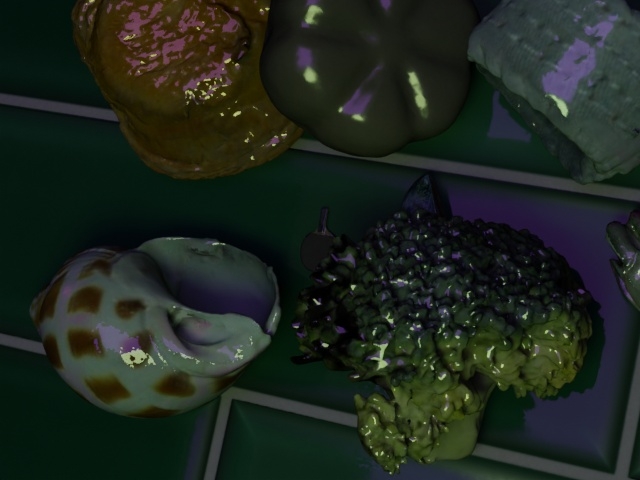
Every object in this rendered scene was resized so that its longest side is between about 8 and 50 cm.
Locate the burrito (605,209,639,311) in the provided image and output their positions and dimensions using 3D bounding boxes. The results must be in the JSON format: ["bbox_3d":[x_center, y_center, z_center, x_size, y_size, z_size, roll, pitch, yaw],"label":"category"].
[{"bbox_3d":[0.438,0.087,1.344,0.096,0.066,0.309,-46,71,1],"label":"burrito"}]

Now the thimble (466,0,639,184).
[{"bbox_3d":[0.294,-0.188,1.360,0.172,0.205,0.250,-45,80,7],"label":"thimble"}]

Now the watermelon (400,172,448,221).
[{"bbox_3d":[0.135,-0.042,1.481,0.061,0.085,0.085,31,93,-20],"label":"watermelon"}]

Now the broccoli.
[{"bbox_3d":[0.138,0.117,1.368,0.293,0.348,0.281,-138,45,-56],"label":"broccoli"}]

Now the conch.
[{"bbox_3d":[-0.222,0.099,1.496,0.368,0.197,0.249,26,55,20],"label":"conch"}]

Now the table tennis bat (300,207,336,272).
[{"bbox_3d":[0.000,0.000,1.533,0.050,0.007,0.083,6,85,19],"label":"table tennis bat"}]

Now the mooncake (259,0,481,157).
[{"bbox_3d":[0.063,-0.231,1.438,0.275,0.135,0.275,0,91,-15],"label":"mooncake"}]

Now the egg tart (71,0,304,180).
[{"bbox_3d":[-0.157,-0.253,1.552,0.339,0.153,0.351,-26,77,9],"label":"egg tart"}]
